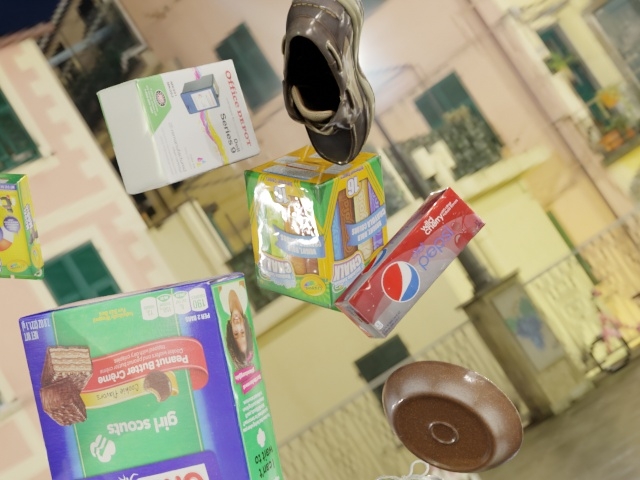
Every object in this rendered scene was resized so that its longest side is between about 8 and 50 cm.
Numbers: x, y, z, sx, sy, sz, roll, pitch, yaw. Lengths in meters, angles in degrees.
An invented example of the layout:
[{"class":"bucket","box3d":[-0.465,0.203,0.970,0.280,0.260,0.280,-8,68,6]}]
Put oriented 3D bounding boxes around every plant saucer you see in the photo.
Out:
[{"class":"plant saucer","box3d":[0.169,0.246,1.438,0.198,0.198,0.036,-39,12,44]}]

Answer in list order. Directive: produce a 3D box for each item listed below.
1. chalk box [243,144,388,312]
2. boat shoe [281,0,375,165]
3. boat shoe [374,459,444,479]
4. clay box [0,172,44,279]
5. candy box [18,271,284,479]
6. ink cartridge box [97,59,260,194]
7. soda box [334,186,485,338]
[{"class":"chalk box","box3d":[0.000,0.000,1.892,0.180,0.289,0.179,12,27,40]},{"class":"boat shoe","box3d":[-0.005,-0.227,1.613,0.130,0.132,0.355,-60,-25,-30]},{"class":"boat shoe","box3d":[0.183,0.517,2.146,0.135,0.157,0.367,-6,-6,24]},{"class":"clay box","box3d":[-0.600,-0.017,2.026,0.127,0.222,0.053,2,26,12]},{"class":"candy box","box3d":[-0.199,0.219,1.309,0.268,0.317,0.122,-12,2,20]},{"class":"ink cartridge box","box3d":[-0.202,-0.169,1.579,0.093,0.154,0.212,-12,7,36]},{"class":"soda box","box3d":[0.146,0.037,1.769,0.263,0.092,0.083,-47,8,-15]}]
